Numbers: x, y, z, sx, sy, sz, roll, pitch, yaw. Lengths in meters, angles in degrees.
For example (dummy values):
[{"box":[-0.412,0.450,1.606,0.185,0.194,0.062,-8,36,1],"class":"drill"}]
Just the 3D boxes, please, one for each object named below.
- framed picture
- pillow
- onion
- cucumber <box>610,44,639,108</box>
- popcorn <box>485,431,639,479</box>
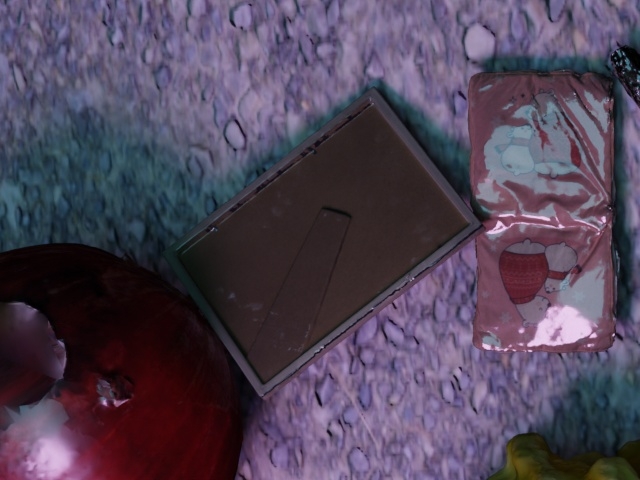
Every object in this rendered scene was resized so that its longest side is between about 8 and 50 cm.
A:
[{"box":[0.000,0.000,1.779,0.250,0.016,0.184,-39,61,3],"class":"framed picture"},{"box":[0.196,-0.026,1.741,0.135,0.049,0.248,-1,92,26],"class":"pillow"},{"box":[-0.225,0.154,1.799,0.341,0.341,0.341,3,97,24],"class":"onion"},{"box":[0.294,-0.109,1.694,0.033,0.034,0.135,-42,79,18],"class":"cucumber"},{"box":[0.198,0.304,1.650,0.274,0.279,0.335,51,119,24],"class":"popcorn"}]
